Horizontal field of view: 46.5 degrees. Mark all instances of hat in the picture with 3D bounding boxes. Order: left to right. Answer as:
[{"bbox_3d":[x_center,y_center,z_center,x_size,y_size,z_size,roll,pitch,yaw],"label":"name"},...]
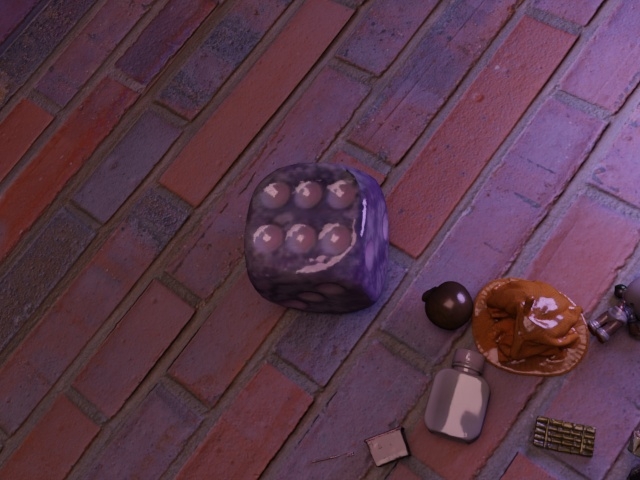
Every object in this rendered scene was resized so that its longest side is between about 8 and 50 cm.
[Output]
[{"bbox_3d":[0.416,0.141,1.493,0.234,0.233,0.244,-21,65,6],"label":"hat"}]

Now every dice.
[{"bbox_3d":[0.000,0.000,1.649,0.270,0.271,0.270,1,68,17],"label":"dice"}]

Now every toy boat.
[{"bbox_3d":[0.487,0.391,1.486,0.115,0.016,0.063,7,69,19],"label":"toy boat"}]

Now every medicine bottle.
[{"bbox_3d":[0.289,0.321,1.543,0.119,0.069,0.183,11,72,21],"label":"medicine bottle"}]

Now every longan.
[{"bbox_3d":[0.274,0.138,1.613,0.119,0.106,0.106,29,78,40],"label":"longan"}]

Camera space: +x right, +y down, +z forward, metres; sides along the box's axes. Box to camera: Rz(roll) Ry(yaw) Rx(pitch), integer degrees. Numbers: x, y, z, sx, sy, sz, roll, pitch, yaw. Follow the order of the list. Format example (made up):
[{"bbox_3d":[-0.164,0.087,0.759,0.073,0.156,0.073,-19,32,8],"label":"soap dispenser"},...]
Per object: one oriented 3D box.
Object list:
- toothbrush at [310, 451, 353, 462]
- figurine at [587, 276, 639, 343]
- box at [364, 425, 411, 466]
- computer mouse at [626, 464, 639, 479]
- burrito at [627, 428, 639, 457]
[{"bbox_3d":[0.025,0.465,1.592,0.097,0.006,0.008,-14,68,10],"label":"toothbrush"},{"bbox_3d":[0.640,0.141,1.511,0.197,0.093,0.147,-40,41,6],"label":"figurine"},{"bbox_3d":[0.142,0.430,1.547,0.085,0.060,0.063,-21,71,6],"label":"box"},{"bbox_3d":[0.617,0.511,1.374,0.106,0.062,0.192,2,62,18],"label":"computer mouse"},{"bbox_3d":[0.659,0.424,1.317,0.144,0.089,0.228,-41,57,30],"label":"burrito"}]
